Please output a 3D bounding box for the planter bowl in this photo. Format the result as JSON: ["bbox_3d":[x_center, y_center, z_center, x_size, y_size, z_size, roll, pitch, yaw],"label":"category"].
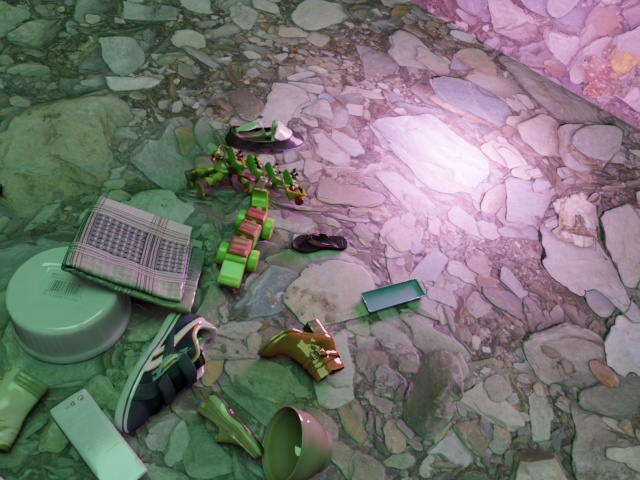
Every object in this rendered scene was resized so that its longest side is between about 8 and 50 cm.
[{"bbox_3d":[-0.043,0.460,1.152,0.109,0.162,0.162,22,46,-30],"label":"planter bowl"}]

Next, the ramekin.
[{"bbox_3d":[-0.613,0.146,1.260,0.278,0.135,0.277,6,53,-8],"label":"ramekin"}]

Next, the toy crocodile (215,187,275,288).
[{"bbox_3d":[-0.213,-0.010,1.490,0.115,0.105,0.340,19,52,2],"label":"toy crocodile"}]

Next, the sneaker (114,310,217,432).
[{"bbox_3d":[-0.349,0.302,1.207,0.128,0.126,0.321,16,50,7],"label":"sneaker"}]

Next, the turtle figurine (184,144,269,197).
[{"bbox_3d":[-0.301,-0.213,1.636,0.217,0.087,0.269,-29,64,-30],"label":"turtle figurine"}]

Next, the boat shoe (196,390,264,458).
[{"bbox_3d":[-0.210,0.436,1.183,0.072,0.068,0.190,-41,60,-21],"label":"boat shoe"}]

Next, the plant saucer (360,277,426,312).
[{"bbox_3d":[0.213,0.162,1.513,0.192,0.018,0.067,-12,57,-22],"label":"plant saucer"}]

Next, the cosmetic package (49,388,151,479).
[{"bbox_3d":[-0.460,0.437,1.086,0.085,0.117,0.231,-35,66,-31],"label":"cosmetic package"}]

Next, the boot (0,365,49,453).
[{"bbox_3d":[-0.728,0.344,1.120,0.213,0.077,0.165,23,52,-2],"label":"boot"}]

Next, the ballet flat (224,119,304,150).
[{"bbox_3d":[-0.184,-0.359,1.770,0.281,0.096,0.095,-8,55,-18],"label":"ballet flat"}]

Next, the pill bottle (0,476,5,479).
[{"bbox_3d":[-0.725,0.528,0.925,0.161,0.161,0.283,29,53,10],"label":"pill bottle"}]

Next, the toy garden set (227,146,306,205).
[{"bbox_3d":[-0.156,-0.207,1.594,0.244,0.049,0.203,19,27,-29],"label":"toy garden set"}]

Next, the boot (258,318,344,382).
[{"bbox_3d":[-0.045,0.296,1.318,0.197,0.073,0.152,-20,64,-23],"label":"boot"}]

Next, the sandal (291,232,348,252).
[{"bbox_3d":[0.000,0.000,1.572,0.179,0.040,0.067,-2,54,-15],"label":"sandal"}]

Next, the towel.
[{"bbox_3d":[-0.455,0.026,1.326,0.324,0.056,0.312,24,29,-21],"label":"towel"}]

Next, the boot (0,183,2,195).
[{"bbox_3d":[-0.963,-0.190,1.485,0.137,0.077,0.197,15,64,-7],"label":"boot"}]
